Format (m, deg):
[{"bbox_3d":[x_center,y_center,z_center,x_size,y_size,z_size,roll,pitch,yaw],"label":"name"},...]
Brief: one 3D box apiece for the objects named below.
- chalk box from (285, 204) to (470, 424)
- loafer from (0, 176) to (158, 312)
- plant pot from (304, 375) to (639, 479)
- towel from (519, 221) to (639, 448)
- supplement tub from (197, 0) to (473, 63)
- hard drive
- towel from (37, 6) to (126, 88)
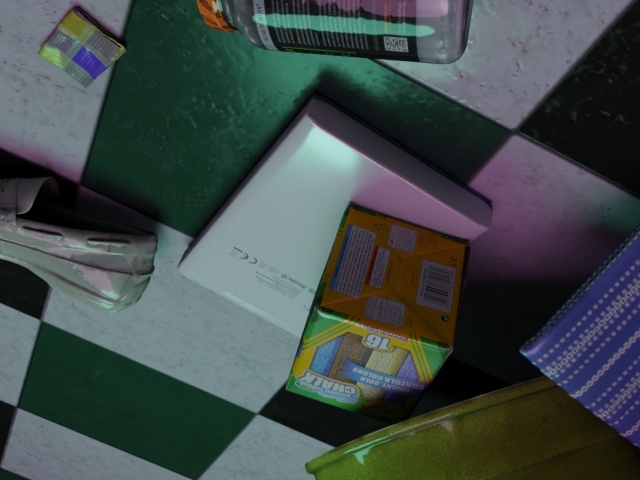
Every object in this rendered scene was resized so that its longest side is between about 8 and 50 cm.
[{"bbox_3d":[0.049,0.092,0.843,0.132,0.132,0.213,18,141,-1],"label":"chalk box"},{"bbox_3d":[-0.339,-0.029,0.954,0.319,0.112,0.111,24,106,-6],"label":"loafer"},{"bbox_3d":[0.209,0.351,0.864,0.366,0.353,0.366,-16,162,-5],"label":"plant pot"},{"bbox_3d":[0.372,0.100,0.767,0.336,0.040,0.243,37,99,-21],"label":"towel"},{"bbox_3d":[0.013,-0.191,0.596,0.190,0.117,0.117,7,140,12],"label":"supplement tub"},{"bbox_3d":[0.000,0.000,0.891,0.210,0.040,0.318,30,140,-15],"label":"hard drive"},{"bbox_3d":[-0.227,-0.181,0.788,0.060,0.009,0.083,38,137,-25],"label":"towel"}]
